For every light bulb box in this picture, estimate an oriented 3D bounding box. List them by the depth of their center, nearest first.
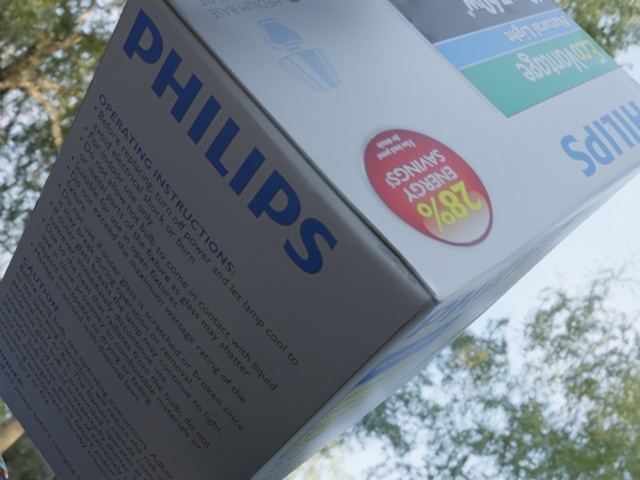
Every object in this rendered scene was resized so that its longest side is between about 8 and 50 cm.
[{"bbox_3d":[0.000,0.000,0.663,0.225,0.358,0.361,49,-49,12],"label":"light bulb box"}]

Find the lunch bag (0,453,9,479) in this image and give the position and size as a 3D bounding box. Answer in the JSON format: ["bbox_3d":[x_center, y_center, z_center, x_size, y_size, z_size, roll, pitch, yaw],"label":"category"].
[{"bbox_3d":[-0.465,0.121,0.696,0.385,0.239,0.328,22,15,-38],"label":"lunch bag"}]
